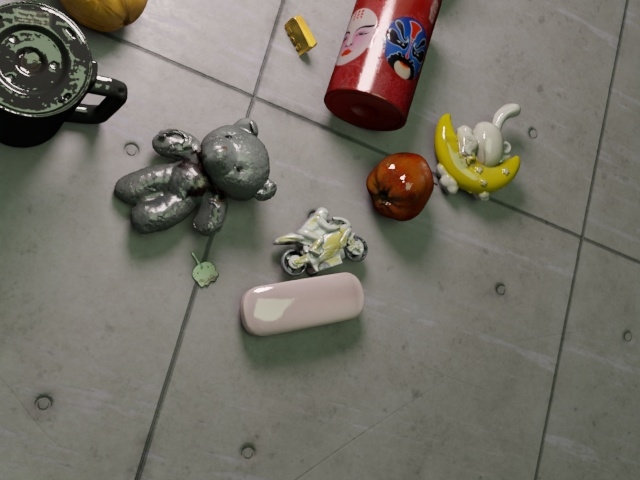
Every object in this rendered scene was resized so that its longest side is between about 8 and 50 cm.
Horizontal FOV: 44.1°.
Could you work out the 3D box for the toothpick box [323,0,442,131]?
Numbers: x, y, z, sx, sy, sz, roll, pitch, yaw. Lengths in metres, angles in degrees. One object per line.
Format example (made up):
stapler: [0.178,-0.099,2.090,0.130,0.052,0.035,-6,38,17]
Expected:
toothpick box: [0.150,-0.451,1.871,0.204,0.204,0.333,22,75,-21]

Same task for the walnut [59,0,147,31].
walnut: [-0.452,-0.543,1.620,0.193,0.193,0.225,-22,93,-25]

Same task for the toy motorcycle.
toy motorcycle: [0.000,0.000,1.821,0.229,0.074,0.151,-12,86,-23]

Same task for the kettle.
kettle: [-0.526,-0.302,1.490,0.262,0.308,0.203,-26,94,-24]

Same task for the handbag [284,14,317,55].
handbag: [-0.048,-0.484,1.863,0.027,0.061,0.083,-33,96,-28]

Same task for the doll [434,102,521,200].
doll: [0.401,-0.225,2.011,0.238,0.111,0.252,-1,85,-9]

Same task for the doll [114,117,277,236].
doll: [-0.256,-0.134,1.674,0.341,0.158,0.245,-20,80,-22]

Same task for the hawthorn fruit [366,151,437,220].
hawthorn fruit: [0.209,-0.143,1.899,0.203,0.163,0.162,-38,100,-39]

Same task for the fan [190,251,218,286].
fan: [-0.260,0.059,1.732,0.056,0.004,0.083,-33,97,-24]

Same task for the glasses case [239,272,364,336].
glasses case: [-0.038,0.143,1.784,0.297,0.075,0.113,-7,86,-26]
